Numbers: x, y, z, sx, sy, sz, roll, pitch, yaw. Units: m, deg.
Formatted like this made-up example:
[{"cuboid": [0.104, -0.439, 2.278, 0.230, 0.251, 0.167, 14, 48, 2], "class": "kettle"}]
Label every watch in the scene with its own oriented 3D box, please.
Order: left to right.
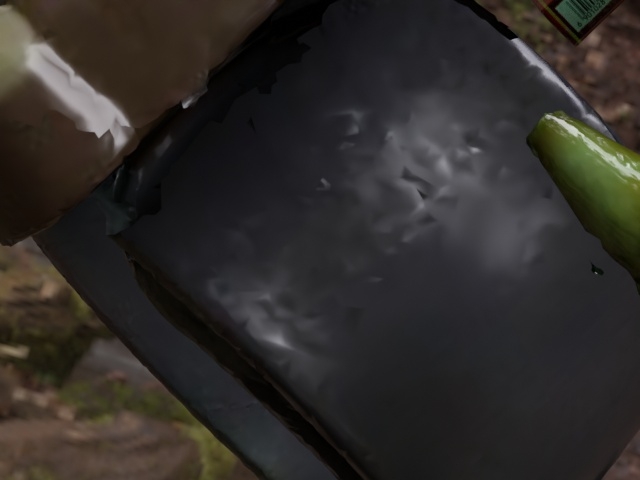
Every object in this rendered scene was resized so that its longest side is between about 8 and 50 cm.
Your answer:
[{"cuboid": [0.000, 0.000, 0.640, 0.327, 0.314, 0.335, 47, -14, -16], "class": "watch"}]

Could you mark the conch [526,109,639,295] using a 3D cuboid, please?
[{"cuboid": [0.148, 0.031, 0.437, 0.200, 0.079, 0.095, 33, -21, 36], "class": "conch"}]

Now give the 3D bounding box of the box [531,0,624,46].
[{"cuboid": [0.124, -0.119, 0.662, 0.023, 0.082, 0.051, 43, 12, -12], "class": "box"}]
